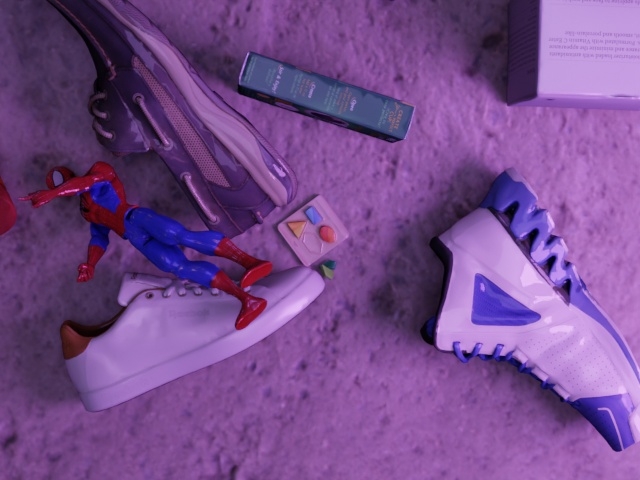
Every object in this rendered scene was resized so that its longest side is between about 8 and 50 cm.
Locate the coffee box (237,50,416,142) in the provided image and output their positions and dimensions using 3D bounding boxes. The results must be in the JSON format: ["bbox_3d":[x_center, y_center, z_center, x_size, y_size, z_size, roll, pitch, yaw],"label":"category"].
[{"bbox_3d":[0.004,-0.149,1.608,0.184,0.113,0.040,18,89,-3],"label":"coffee box"}]

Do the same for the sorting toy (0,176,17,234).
[{"bbox_3d":[-0.502,-0.073,1.606,0.365,0.127,0.126,-2,64,-1],"label":"sorting toy"}]

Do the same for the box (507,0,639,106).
[{"bbox_3d":[0.297,-0.199,1.585,0.181,0.182,0.119,2,92,-4],"label":"box"}]

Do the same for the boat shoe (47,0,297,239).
[{"bbox_3d":[-0.181,-0.140,1.588,0.130,0.132,0.355,-45,94,0],"label":"boat shoe"}]

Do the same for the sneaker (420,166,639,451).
[{"bbox_3d":[0.212,0.100,1.638,0.182,0.127,0.315,-31,88,3],"label":"sneaker"}]

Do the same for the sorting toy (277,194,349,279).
[{"bbox_3d":[0.000,0.000,1.665,0.062,0.012,0.083,-36,94,-1],"label":"sorting toy"}]

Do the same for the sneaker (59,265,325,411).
[{"bbox_3d":[-0.142,0.073,1.614,0.290,0.106,0.123,-24,97,0],"label":"sneaker"}]

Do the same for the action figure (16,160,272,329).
[{"bbox_3d":[-0.200,0.006,1.562,0.280,0.139,0.091,32,133,25],"label":"action figure"}]
